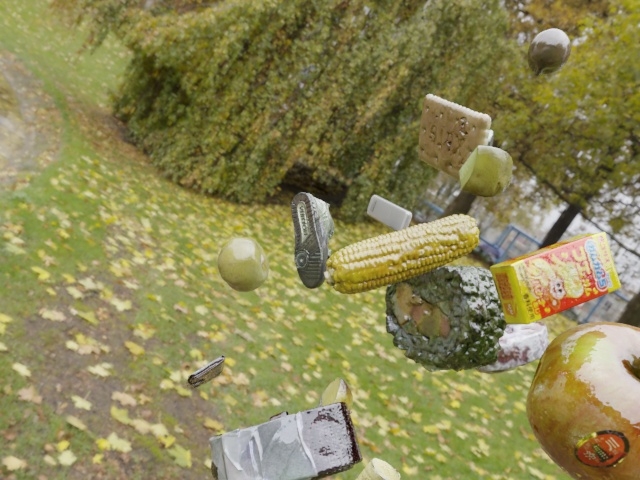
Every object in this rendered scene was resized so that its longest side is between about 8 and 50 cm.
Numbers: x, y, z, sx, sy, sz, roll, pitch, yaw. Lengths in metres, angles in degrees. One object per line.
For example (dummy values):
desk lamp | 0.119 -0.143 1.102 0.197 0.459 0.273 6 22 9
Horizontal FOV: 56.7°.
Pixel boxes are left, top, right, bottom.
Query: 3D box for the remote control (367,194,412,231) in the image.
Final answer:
remote control | 0.197 -0.077 1.707 0.029 0.067 0.261 16 9 -21

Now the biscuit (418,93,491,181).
biscuit | 0.378 -0.294 1.732 0.044 0.217 0.325 -6 27 -20

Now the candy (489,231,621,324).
candy | 0.536 0.085 1.352 0.088 0.276 0.146 161 -86 -71

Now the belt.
belt | -0.067 0.412 1.125 0.184 0.289 0.164 47 27 -73

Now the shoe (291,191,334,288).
shoe | -0.002 0.001 1.812 0.109 0.293 0.149 -14 -10 37

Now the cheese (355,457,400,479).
cheese | 0.169 0.791 1.892 0.123 0.167 0.094 35 16 15

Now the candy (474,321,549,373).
candy | 0.636 0.363 2.021 0.214 0.289 0.157 -158 -125 -83

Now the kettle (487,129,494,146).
kettle | 0.622 -0.398 2.422 0.148 0.127 0.098 17 -25 20

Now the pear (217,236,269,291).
pear | -0.228 0.069 1.740 0.136 0.167 0.167 -11 0 13

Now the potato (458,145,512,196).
potato | 0.439 -0.171 1.491 0.149 0.081 0.120 1 -24 -9

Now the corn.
corn | 0.183 0.031 1.334 0.120 0.363 0.120 161 -90 -88

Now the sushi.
sushi | 0.345 0.213 1.647 0.178 0.294 0.352 5 -4 -32

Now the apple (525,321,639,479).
apple | 0.680 0.393 1.377 0.400 0.333 0.400 9 44 -8

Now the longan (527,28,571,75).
longan | 0.523 -0.430 1.366 0.092 0.113 0.113 31 4 4

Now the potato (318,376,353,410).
potato | 0.045 0.373 1.365 0.066 0.103 0.096 25 33 -13

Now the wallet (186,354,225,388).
wallet | -0.338 0.397 1.760 0.031 0.122 0.232 56 -21 10
